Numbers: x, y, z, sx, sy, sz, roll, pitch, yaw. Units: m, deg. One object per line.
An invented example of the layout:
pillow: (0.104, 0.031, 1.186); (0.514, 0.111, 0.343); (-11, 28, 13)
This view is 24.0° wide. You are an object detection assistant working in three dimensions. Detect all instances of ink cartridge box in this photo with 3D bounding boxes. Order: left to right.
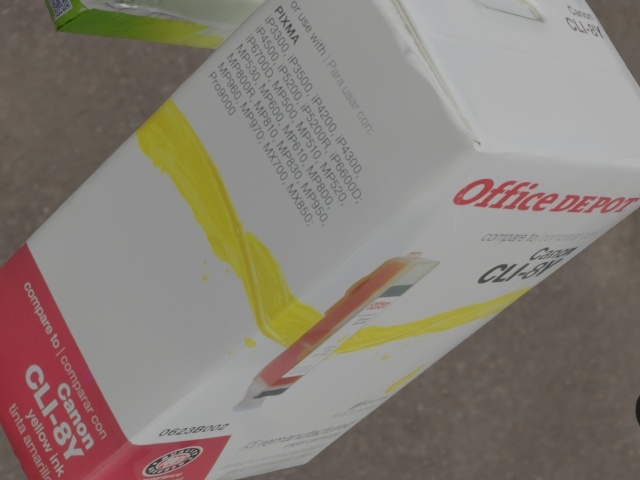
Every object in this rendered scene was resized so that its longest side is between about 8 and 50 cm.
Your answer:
ink cartridge box: (0.000, 0.000, 0.959); (0.279, 0.384, 0.160); (0, 55, -54)

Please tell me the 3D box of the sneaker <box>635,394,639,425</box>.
sneaker: (0.332, 0.130, 1.345); (0.132, 0.228, 0.086); (-10, 72, -36)

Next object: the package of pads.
package of pads: (-0.137, -0.283, 1.274); (0.296, 0.101, 0.229); (-3, 67, -58)
